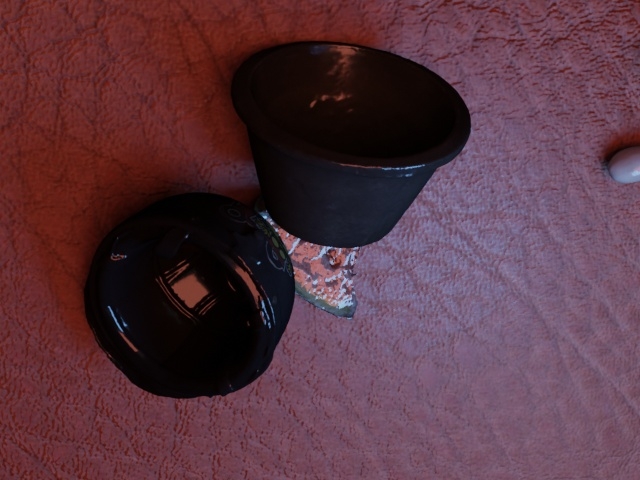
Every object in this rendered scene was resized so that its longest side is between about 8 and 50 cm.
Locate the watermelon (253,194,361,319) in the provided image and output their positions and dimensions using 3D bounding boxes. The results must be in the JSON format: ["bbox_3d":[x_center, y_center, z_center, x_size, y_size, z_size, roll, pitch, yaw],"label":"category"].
[{"bbox_3d":[0.000,0.000,1.319,0.139,0.071,0.187,-42,106,-6],"label":"watermelon"}]

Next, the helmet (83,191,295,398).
[{"bbox_3d":[-0.138,0.052,1.234,0.230,0.160,0.279,47,133,-6],"label":"helmet"}]

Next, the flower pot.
[{"bbox_3d":[0.026,-0.099,1.215,0.269,0.269,0.166,-3,130,-15],"label":"flower pot"}]

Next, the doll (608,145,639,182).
[{"bbox_3d":[0.559,-0.171,1.367,0.311,0.159,0.242,1,107,-20],"label":"doll"}]
